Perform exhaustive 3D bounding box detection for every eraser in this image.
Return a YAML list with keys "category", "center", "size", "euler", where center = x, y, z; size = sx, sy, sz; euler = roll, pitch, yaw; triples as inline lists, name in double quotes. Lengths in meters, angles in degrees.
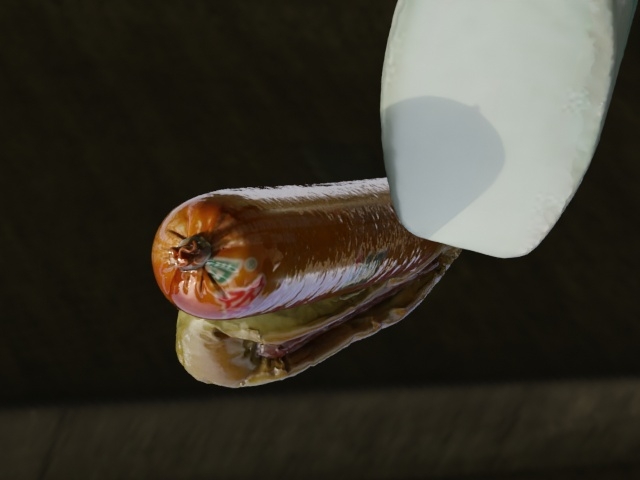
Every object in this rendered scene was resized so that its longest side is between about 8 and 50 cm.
- category: "eraser"
  center: [0.108, -0.153, 0.924]
  size: [0.104, 0.189, 0.290]
  euler: [17, -137, 5]

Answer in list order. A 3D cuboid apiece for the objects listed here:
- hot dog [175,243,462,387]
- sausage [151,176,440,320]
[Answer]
- category: "hot dog"
  center: [0.015, 0.028, 1.336]
  size: [0.242, 0.084, 0.073]
  euler: [-28, -124, -24]
- category: "sausage"
  center: [0.000, 0.000, 0.892]
  size: [0.053, 0.053, 0.348]
  euler: [38, -167, 12]
